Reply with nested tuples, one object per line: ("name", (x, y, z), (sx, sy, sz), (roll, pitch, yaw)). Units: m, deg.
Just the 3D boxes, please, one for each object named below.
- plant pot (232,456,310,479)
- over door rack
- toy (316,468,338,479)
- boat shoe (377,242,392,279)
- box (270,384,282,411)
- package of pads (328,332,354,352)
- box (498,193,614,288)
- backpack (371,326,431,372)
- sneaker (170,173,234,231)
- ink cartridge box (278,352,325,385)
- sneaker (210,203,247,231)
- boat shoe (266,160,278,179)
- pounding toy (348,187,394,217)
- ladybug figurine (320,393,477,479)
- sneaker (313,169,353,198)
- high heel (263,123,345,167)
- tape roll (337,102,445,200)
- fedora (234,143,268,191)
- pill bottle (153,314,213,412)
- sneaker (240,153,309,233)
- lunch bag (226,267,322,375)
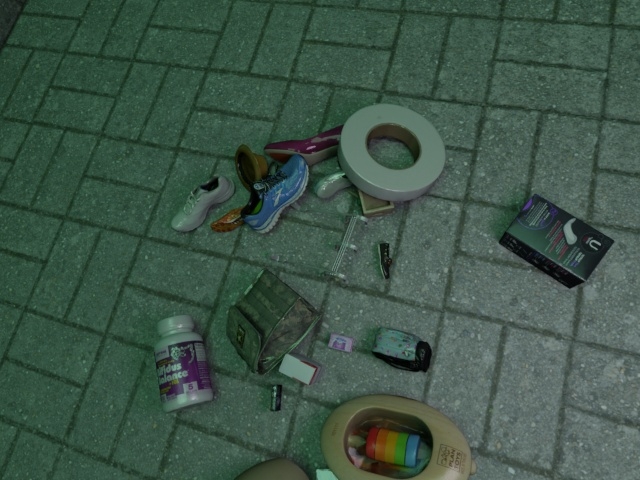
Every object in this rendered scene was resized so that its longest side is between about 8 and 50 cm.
("plant pot", (-0.132, 0.772, 1.324), (0.284, 0.284, 0.191), (30, 46, 18))
("over door rack", (0.000, 0.000, 1.610), (0.324, 0.108, 0.240), (15, 76, 30))
("toy", (0.107, 0.773, 1.363), (0.237, 0.056, 0.137), (-3, 69, 5))
("boat shoe", (0.229, 0.071, 1.560), (0.041, 0.049, 0.133), (-10, 67, 17))
("box", (-0.148, 0.525, 1.485), (0.018, 0.067, 0.084), (-1, 72, 11))
("package of pads", (0.071, 0.350, 1.514), (0.083, 0.032, 0.050), (11, 74, 15))
("box", (0.745, 0.004, 1.426), (0.270, 0.143, 0.165), (37, 85, 19))
("backpack", (0.258, 0.348, 1.430), (0.181, 0.152, 0.115), (11, 70, 27))
("sneaker", (-0.475, -0.155, 1.732), (0.297, 0.129, 0.111), (-45, 72, -3))
("ink cartridge box", (-0.058, 0.419, 1.457), (0.109, 0.150, 0.063), (21, 82, 17))
("sneaker", (-0.344, -0.084, 1.728), (0.174, 0.064, 0.068), (-22, 50, -1))
("boat shoe", (-0.193, -0.251, 1.752), (0.046, 0.038, 0.125), (10, 75, 14))
("pounding toy", (0.181, -0.153, 1.626), (0.141, 0.100, 0.130), (-12, 77, 1))
("ladybug figurine", (0.220, 0.619, 1.296), (0.448, 0.162, 0.305), (5, 47, 27))
("sneaker", (0.082, -0.236, 1.673), (0.237, 0.085, 0.086), (-24, 43, -4))
("high heel", (-0.026, -0.384, 1.722), (0.376, 0.127, 0.182), (7, 73, 4))
("tape roll", (0.254, -0.323, 1.600), (0.391, 0.072, 0.393), (3, 63, -7))
("fedora", (-0.261, -0.285, 1.737), (0.079, 0.194, 0.194), (-19, 65, -35))
("pill bottle", (-0.479, 0.420, 1.532), (0.169, 0.169, 0.302), (-19, 70, 5))
("sneaker", (-0.171, -0.182, 1.632), (0.330, 0.147, 0.129), (-53, 49, 3))
("lunch bag", (-0.184, 0.274, 1.485), (0.287, 0.169, 0.235), (-51, 42, -6))
